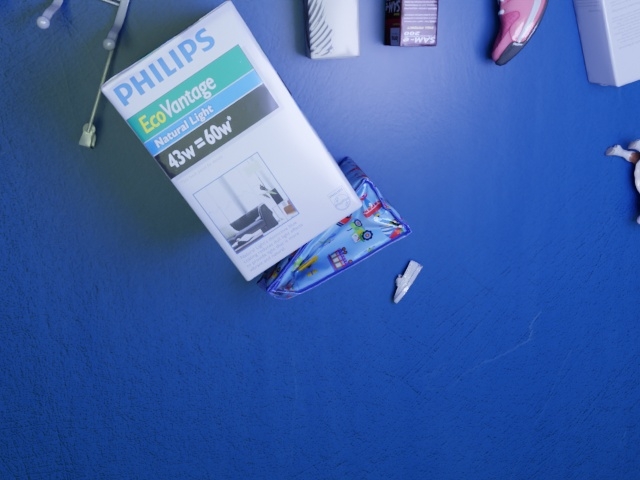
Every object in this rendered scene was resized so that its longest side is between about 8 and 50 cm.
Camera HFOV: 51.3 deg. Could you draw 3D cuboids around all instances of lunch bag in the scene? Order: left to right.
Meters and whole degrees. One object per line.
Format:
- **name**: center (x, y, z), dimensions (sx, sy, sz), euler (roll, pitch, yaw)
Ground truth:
- **lunch bag**: center (0.000, 0.000, 1.271), dimensions (0.293, 0.221, 0.138), euler (-41, 108, 6)

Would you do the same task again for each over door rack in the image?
- **over door rack**: center (-0.481, -0.336, 1.162), dimensions (0.239, 0.108, 0.324), euler (17, 105, -11)

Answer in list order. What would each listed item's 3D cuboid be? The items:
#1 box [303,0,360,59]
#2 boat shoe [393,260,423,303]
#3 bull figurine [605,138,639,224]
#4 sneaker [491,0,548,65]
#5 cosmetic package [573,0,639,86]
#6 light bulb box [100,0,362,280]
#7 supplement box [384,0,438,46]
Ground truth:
- **box**: center (0.016, -0.466, 1.184), dimensions (0.094, 0.113, 0.275), euler (-5, 107, -5)
- **boat shoe**: center (0.179, 0.087, 1.425), dimensions (0.035, 0.035, 0.100), euler (34, 106, 12)
- **bull figurine**: center (0.721, -0.182, 1.371), dimensions (0.188, 0.101, 0.310), euler (32, 101, -14)
- **sneaker**: center (0.365, -0.487, 1.240), dimensions (0.136, 0.116, 0.314), euler (21, 103, 4)
- **cosmetic package**: center (0.552, -0.419, 1.265), dimensions (0.085, 0.117, 0.231), euler (-21, 110, 1)
- **light bulb box**: center (-0.146, -0.182, 1.123), dimensions (0.225, 0.358, 0.361), euler (-34, 110, 2)
- **supplement box**: center (0.163, -0.471, 1.190), dimensions (0.073, 0.130, 0.239), euler (-3, 107, -7)
